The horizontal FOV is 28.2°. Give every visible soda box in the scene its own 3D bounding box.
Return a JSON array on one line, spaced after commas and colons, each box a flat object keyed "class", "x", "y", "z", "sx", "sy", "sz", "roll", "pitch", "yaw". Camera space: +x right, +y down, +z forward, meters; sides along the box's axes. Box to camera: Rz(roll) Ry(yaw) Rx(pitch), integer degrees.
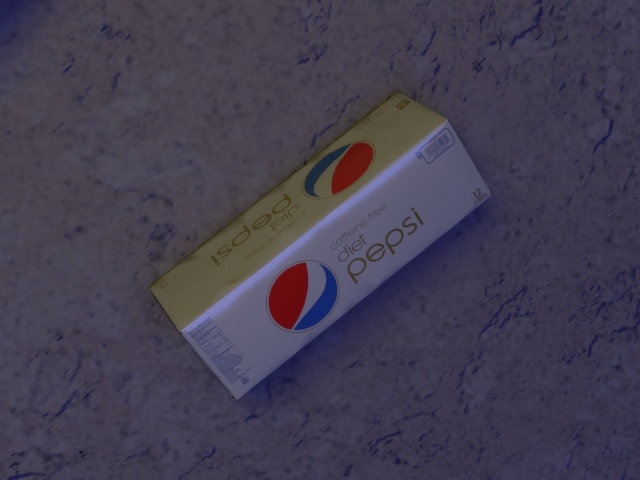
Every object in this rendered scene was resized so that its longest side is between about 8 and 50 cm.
[{"class": "soda box", "x": 0.000, "y": 0.000, "z": 0.826, "sx": 0.216, "sy": 0.074, "sz": 0.069, "roll": -38, "pitch": 121, "yaw": -6}]
